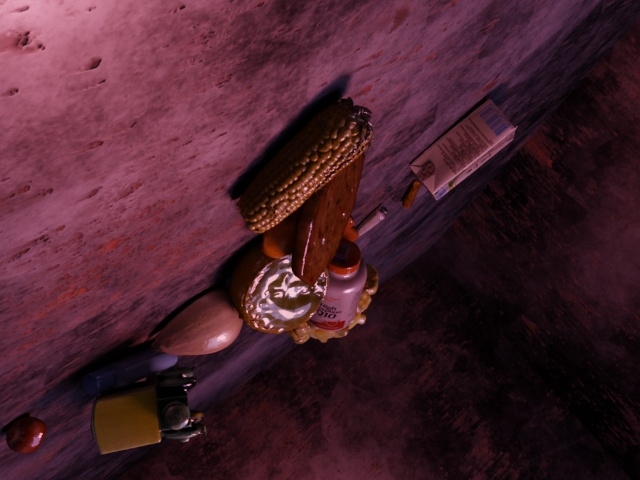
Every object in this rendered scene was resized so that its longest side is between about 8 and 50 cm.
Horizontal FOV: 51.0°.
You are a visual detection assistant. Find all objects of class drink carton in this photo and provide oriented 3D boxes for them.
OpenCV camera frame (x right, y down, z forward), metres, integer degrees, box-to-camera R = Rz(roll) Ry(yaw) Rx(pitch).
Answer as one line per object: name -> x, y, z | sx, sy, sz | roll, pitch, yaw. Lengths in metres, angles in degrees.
drink carton -> 0.448, -0.282, 2.108 | 0.324, 0.132, 0.194 | -40, 169, 8

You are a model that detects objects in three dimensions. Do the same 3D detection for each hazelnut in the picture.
hazelnut -> -0.657, 0.432, 1.495 | 0.086, 0.086, 0.086 | -38, 168, -10

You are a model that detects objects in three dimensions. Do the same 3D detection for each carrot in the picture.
carrot -> 0.322, -0.161, 2.374 | 0.042, 0.042, 0.171 | -36, 167, -18

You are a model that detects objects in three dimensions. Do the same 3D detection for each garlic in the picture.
garlic -> -0.299, 0.211, 1.695 | 0.245, 0.145, 0.164 | -29, -165, -34

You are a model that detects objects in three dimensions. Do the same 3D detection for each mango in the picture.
mango -> -0.071, -0.024, 1.513 | 0.217, 0.102, 0.141 | 20, 89, -87

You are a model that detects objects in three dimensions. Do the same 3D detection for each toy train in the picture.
toy train -> -0.418, 0.408, 1.643 | 0.253, 0.160, 0.397 | -8, 177, -14

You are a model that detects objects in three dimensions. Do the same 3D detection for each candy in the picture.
candy -> -0.101, 0.108, 1.674 | 0.260, 0.118, 0.260 | -16, 123, -26

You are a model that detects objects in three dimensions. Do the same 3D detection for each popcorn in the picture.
popcorn -> 0.010, 0.189, 2.148 | 0.335, 0.274, 0.279 | -26, 164, -48

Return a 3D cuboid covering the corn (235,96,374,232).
corn -> -0.032, -0.140, 1.246 | 0.318, 0.115, 0.115 | -40, 168, 13

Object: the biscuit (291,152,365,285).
biscuit -> 0.019, -0.069, 1.461 | 0.359, 0.046, 0.359 | 21, 90, -78

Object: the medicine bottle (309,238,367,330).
medicine bottle -> 0.041, 0.119, 1.855 | 0.157, 0.157, 0.289 | -33, 154, -28

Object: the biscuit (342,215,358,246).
biscuit -> 0.000, 0.000, 1.846 | 0.283, 0.043, 0.306 | -9, 145, -23

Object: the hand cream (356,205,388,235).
hand cream -> 0.151, -0.048, 2.284 | 0.194, 0.042, 0.067 | -40, 177, 27

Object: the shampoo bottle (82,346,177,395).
shampoo bottle -> -0.463, 0.311, 1.614 | 0.103, 0.061, 0.258 | -6, -177, 26
